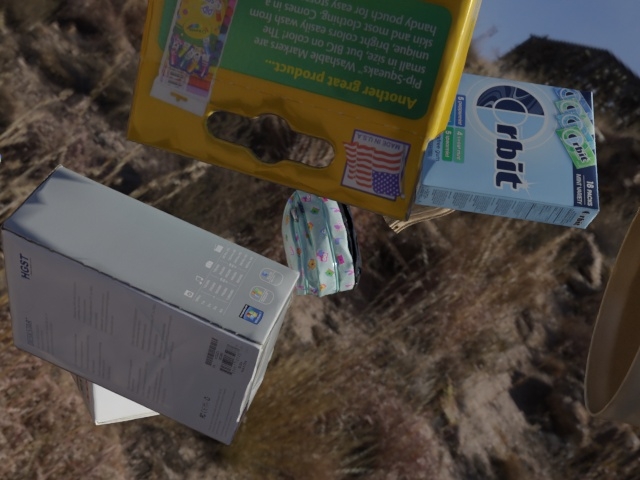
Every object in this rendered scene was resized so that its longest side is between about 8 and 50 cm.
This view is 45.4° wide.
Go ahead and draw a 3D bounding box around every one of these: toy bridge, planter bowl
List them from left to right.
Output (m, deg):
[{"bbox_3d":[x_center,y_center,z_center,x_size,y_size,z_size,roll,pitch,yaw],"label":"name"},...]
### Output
[{"bbox_3d":[0.160,-0.070,0.922,0.026,0.188,0.063,41,19,-40],"label":"toy bridge"},{"bbox_3d":[0.245,0.050,0.478,0.109,0.162,0.162,18,6,10],"label":"planter bowl"}]

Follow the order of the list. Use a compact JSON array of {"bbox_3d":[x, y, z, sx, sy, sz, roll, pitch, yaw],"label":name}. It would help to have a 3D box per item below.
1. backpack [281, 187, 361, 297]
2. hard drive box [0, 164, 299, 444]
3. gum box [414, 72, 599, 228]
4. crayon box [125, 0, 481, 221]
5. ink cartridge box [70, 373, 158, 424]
[{"bbox_3d":[0.000,0.000,1.172,0.152,0.115,0.182,78,-1,-58],"label":"backpack"},{"bbox_3d":[-0.155,0.064,0.685,0.232,0.181,0.089,24,48,2],"label":"hard drive box"},{"bbox_3d":[0.198,-0.101,0.820,0.041,0.184,0.157,101,-2,-61],"label":"gum box"},{"bbox_3d":[0.008,-0.197,0.483,0.203,0.323,0.083,17,16,11],"label":"crayon box"},{"bbox_3d":[-0.286,0.101,1.054,0.283,0.117,0.207,-162,-112,-63],"label":"ink cartridge box"}]
